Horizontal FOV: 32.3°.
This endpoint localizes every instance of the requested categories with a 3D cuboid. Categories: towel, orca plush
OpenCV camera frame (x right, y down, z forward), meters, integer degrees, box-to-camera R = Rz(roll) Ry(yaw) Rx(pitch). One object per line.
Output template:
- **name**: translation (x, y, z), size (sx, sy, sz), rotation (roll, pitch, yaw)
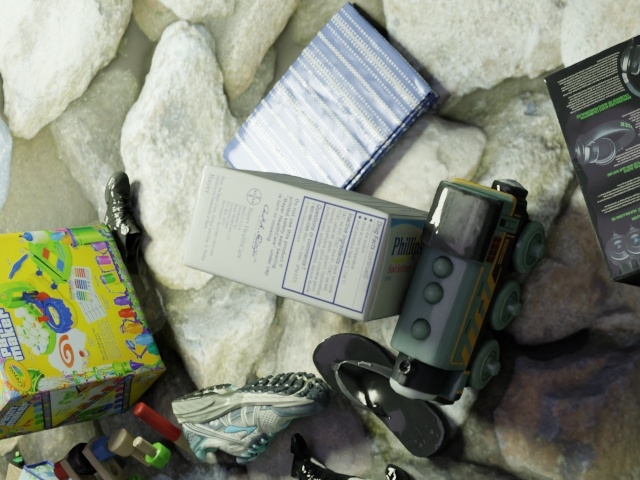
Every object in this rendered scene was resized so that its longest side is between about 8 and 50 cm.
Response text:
- **towel**: translation (0.007, -0.180, 1.757), size (0.336, 0.040, 0.243), rotation (-48, 61, 16)
- **orca plush**: translation (0.047, 0.383, 1.617), size (0.287, 0.102, 0.151), rotation (42, 106, 29)

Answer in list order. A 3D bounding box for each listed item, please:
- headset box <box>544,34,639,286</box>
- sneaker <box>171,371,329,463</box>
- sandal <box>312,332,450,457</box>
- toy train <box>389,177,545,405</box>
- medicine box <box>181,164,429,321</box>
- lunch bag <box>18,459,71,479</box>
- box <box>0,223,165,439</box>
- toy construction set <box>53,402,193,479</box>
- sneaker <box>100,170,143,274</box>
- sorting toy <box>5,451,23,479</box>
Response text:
- **headset box**: translation (0.414, -0.074, 1.359), size (0.131, 0.246, 0.283), rotation (-23, 72, 28)
- **sneaker**: translation (-0.098, 0.282, 1.738), size (0.283, 0.110, 0.122), rotation (-12, 95, 33)
- **sandal**: translation (0.086, 0.220, 1.641), size (0.254, 0.054, 0.097), rotation (36, 103, 30)
- **toy train**: translation (0.191, 0.068, 1.514), size (0.142, 0.190, 0.334), rotation (23, 96, 32)
- **medicine box**: translation (0.000, 0.000, 1.570), size (0.289, 0.263, 0.149), rotation (17, 97, 22)
- **lunch bag**: translation (-0.472, 0.481, 1.941), size (0.151, 0.096, 0.129), rotation (29, 97, 17)
- **box**: translation (-0.457, 0.147, 1.834), size (0.177, 0.279, 0.290), rotation (-46, 61, 43)
- **toy construction set**: translation (-0.306, 0.447, 1.809), size (0.309, 0.237, 0.257), rotation (-49, 31, -1)
- **sneaker**: translation (-0.343, -0.030, 1.944), size (0.089, 0.051, 0.170), rotation (20, 100, 34)
- **sorting toy**: translation (-0.557, 0.435, 2.041), size (0.062, 0.012, 0.083), rotation (16, 96, 37)
